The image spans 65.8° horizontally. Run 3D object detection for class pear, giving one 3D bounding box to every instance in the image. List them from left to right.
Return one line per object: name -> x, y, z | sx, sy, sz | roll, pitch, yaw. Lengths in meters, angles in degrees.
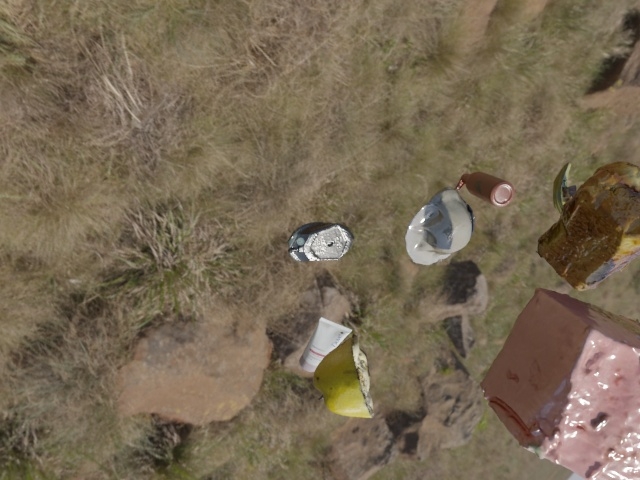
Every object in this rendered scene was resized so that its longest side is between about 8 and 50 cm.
pear -> 0.065, 0.440, 1.572 | 0.178, 0.266, 0.267 | -12, 143, 6

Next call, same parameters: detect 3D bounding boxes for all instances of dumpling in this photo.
dumpling -> 0.379, -0.025, 1.532 | 0.204, 0.163, 0.293 | -46, 145, -37

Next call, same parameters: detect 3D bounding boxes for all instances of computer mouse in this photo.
computer mouse -> 0.000, 0.000, 1.331 | 0.192, 0.062, 0.105 | -8, 113, -19

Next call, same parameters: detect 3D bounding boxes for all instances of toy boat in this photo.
toy boat -> 0.783, -0.161, 1.583 | 0.065, 0.066, 0.172 | 2, 88, -49

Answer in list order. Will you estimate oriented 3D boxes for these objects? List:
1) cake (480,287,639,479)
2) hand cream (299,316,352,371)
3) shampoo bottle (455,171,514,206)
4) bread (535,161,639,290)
cake -> 0.547, 0.287, 0.983 | 0.293, 0.307, 0.314 | -85, -163, -81
hand cream -> 0.010, 0.404, 1.919 | 0.133, 0.083, 0.247 | 21, 121, -14
shampoo bottle -> 0.518, -0.174, 1.584 | 0.085, 0.244, 0.085 | -4, 108, -12
bread -> 0.629, -0.027, 1.111 | 0.149, 0.195, 0.344 | -31, 158, -9
